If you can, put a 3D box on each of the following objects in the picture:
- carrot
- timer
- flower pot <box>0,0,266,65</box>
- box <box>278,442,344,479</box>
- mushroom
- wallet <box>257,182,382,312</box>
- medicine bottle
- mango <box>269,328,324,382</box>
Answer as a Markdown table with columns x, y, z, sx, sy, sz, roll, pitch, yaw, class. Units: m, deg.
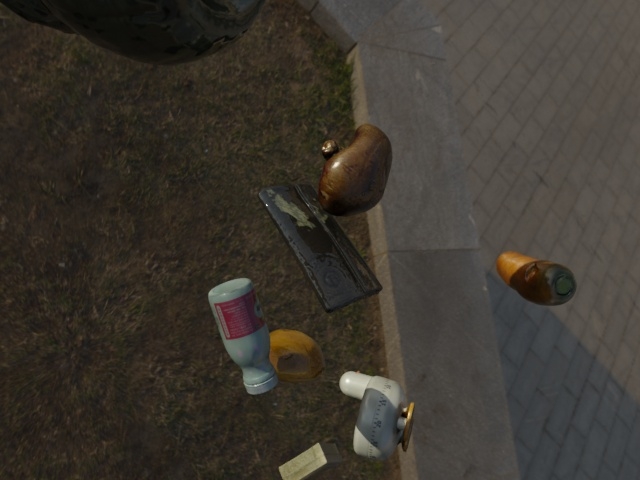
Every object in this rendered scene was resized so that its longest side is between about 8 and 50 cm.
| x | y | z | sx | sy | sz | roll | pitch | yaw | class |
| --- | --- | --- | --- | --- | --- | --- | --- | --- | --- |
| 0.399 | 0.072 | 0.912 | 0.087 | 0.193 | 0.087 | -1 | 95 | -7 | carrot |
| 0.150 | 0.511 | 1.413 | 0.239 | 0.233 | 0.234 | 12 | 67 | 17 | timer |
| -0.159 | -0.318 | 0.416 | 0.212 | 0.302 | 0.302 | 18 | 66 | 12 | flower pot |
| -0.012 | 0.360 | 0.771 | 0.079 | 0.083 | 0.035 | -34 | 59 | 5 | box |
| 0.090 | -0.145 | 1.066 | 0.231 | 0.138 | 0.194 | -56 | 142 | -28 | mushroom |
| 0.000 | 0.000 | 1.066 | 0.170 | 0.044 | 0.321 | -15 | 65 | -40 | wallet |
| -0.144 | 0.187 | 0.936 | 0.090 | 0.090 | 0.217 | -23 | 104 | -30 | medicine bottle |
| -0.083 | 0.271 | 1.126 | 0.227 | 0.147 | 0.109 | 21 | 109 | -49 | mango |
